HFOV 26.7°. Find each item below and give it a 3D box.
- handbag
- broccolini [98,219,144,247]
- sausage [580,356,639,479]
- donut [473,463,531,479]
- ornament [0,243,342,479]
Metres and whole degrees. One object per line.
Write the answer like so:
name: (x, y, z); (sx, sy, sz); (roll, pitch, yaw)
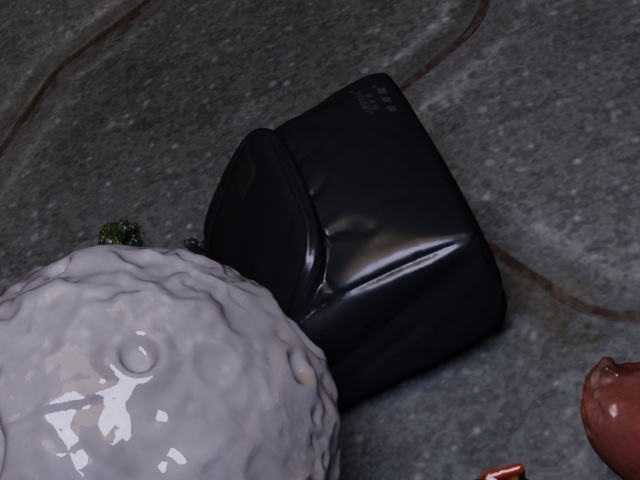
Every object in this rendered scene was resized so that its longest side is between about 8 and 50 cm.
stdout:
handbag: (0.000, -0.002, 1.277); (0.275, 0.178, 0.302); (-25, 43, 3)
broccolini: (-0.217, 0.073, 1.413); (0.054, 0.051, 0.239); (-46, 32, 40)
sausage: (0.322, 0.152, 1.004); (0.254, 0.148, 0.148); (15, 58, 41)
donut: (0.118, 0.302, 0.891); (0.259, 0.136, 0.345); (-56, 39, 31)
ornament: (-0.156, 0.168, 1.073); (0.337, 0.337, 0.337); (-14, 45, 14)
